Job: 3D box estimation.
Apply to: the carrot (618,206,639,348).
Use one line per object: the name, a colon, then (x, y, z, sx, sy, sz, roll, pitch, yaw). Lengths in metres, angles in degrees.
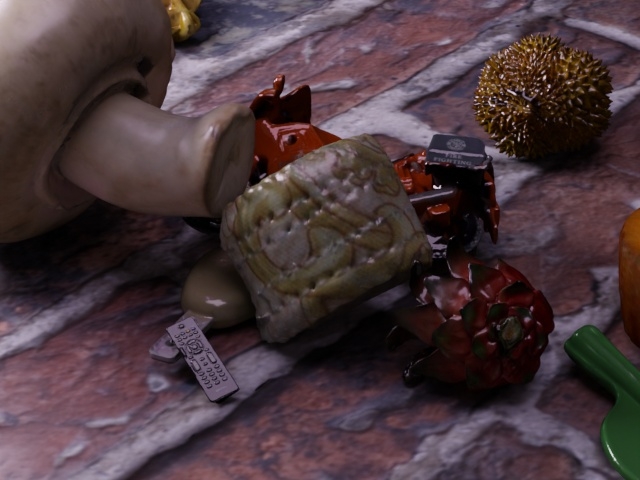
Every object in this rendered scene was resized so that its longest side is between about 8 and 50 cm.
carrot: (0.441, 0.036, 1.863, 0.307, 0.100, 0.258, -1, 30, 4)

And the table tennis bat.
table tennis bat: (0.307, 0.158, 1.745, 0.160, 0.039, 0.257, -17, 41, -26)

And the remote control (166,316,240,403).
remote control: (-0.110, 0.112, 1.796, 0.034, 0.016, 0.091, -26, 61, -17)

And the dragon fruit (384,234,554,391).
dragon fruit: (0.142, 0.078, 1.787, 0.142, 0.121, 0.130, 30, 59, 19)

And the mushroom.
mushroom: (-0.255, -0.153, 1.940, 0.356, 0.315, 0.315, -20, 17, 36)

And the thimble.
thimble: (0.000, 0.000, 1.848, 0.190, 0.143, 0.137, -30, -6, 13)

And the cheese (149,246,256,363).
cheese: (-0.108, 0.065, 1.881, 0.097, 0.037, 0.192, 14, 33, 23)

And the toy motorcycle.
toy motorcycle: (0.027, -0.064, 2.008, 0.326, 0.148, 0.221, 7, 43, 7)

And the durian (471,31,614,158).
durian: (0.249, -0.160, 2.174, 0.158, 0.137, 0.168, -9, 17, 24)

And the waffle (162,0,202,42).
waffle: (-0.273, -0.289, 2.442, 0.249, 0.056, 0.253, 20, 37, 29)
